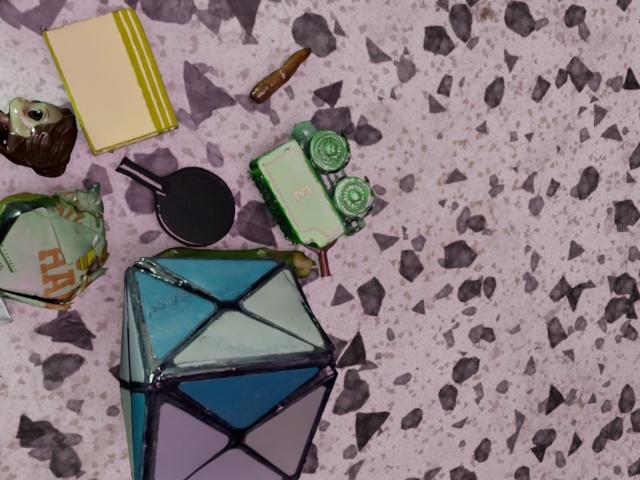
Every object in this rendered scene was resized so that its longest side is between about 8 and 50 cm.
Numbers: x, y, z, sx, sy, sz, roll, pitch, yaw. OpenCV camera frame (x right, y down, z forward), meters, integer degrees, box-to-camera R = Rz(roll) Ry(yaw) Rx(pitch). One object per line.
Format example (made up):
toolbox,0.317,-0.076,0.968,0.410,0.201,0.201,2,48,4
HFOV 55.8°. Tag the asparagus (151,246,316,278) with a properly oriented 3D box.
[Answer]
asparagus,-0.157,0.053,1.184,0.343,0.085,0.082,1,76,-21

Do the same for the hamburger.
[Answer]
hamburger,-0.448,-0.002,1.005,0.214,0.125,0.235,20,93,-54

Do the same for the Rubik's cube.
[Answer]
Rubik's cube,-0.179,0.225,1.036,0.305,0.307,0.310,2,123,-24

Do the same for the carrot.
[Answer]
carrot,-0.073,-0.321,1.169,0.165,0.035,0.036,-43,114,-13

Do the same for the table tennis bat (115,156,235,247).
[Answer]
table tennis bat,-0.266,-0.082,1.126,0.236,0.027,0.150,31,73,-21

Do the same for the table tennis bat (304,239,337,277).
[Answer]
table tennis bat,0.000,0.000,1.258,0.098,0.019,0.155,-9,90,-24

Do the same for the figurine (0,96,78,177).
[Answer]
figurine,-0.539,-0.196,0.930,0.315,0.187,0.168,6,96,-32

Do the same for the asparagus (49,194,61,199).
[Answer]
asparagus,-0.530,0.004,1.039,0.034,0.027,0.236,42,82,-30

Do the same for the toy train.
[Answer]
toy train,-0.015,-0.101,1.179,0.188,0.132,0.243,-33,101,-12

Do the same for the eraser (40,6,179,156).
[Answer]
eraser,-0.354,-0.268,1.037,0.158,0.069,0.226,-23,109,-19

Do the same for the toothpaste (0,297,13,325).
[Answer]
toothpaste,-0.569,0.040,1.004,0.052,0.033,0.218,-17,94,0
